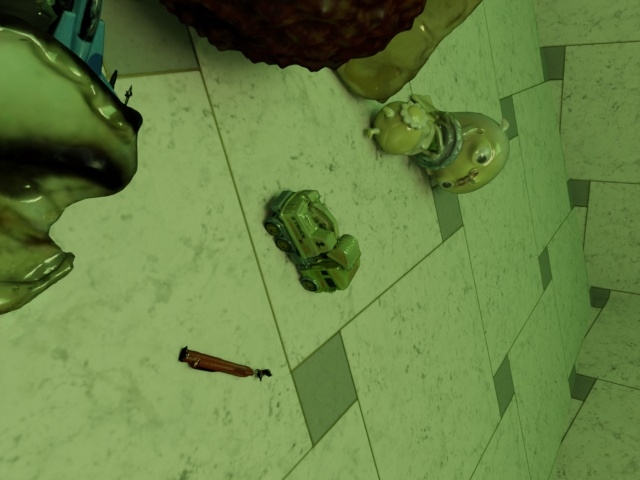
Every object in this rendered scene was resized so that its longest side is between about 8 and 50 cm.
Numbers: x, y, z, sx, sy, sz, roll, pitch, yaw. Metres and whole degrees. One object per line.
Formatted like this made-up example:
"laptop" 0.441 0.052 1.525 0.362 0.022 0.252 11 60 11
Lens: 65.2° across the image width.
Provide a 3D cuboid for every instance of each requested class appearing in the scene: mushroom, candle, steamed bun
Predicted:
"mushroom" -0.316 -0.034 0.382 0.344 0.130 0.247 -47 133 -12
"candle" -0.133 0.184 0.724 0.167 0.021 0.026 31 43 -45
"steamed bun" 0.135 -0.462 0.888 0.248 0.428 0.189 14 54 -20

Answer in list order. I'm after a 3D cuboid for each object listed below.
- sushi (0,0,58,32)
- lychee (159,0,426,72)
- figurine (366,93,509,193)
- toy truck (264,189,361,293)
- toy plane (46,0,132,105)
"sushi" -0.344 -0.275 0.418 0.332 0.124 0.129 12 70 -52
"lychee" -0.002 -0.428 0.614 0.501 0.425 0.423 -16 100 -25
"figurine" 0.252 -0.248 1.156 0.395 0.226 0.274 2 54 -40
"toy truck" 0.000 0.000 0.829 0.085 0.116 0.191 -54 126 -37
"toy plane" -0.247 -0.170 0.485 0.169 0.078 0.246 -9 128 -50
